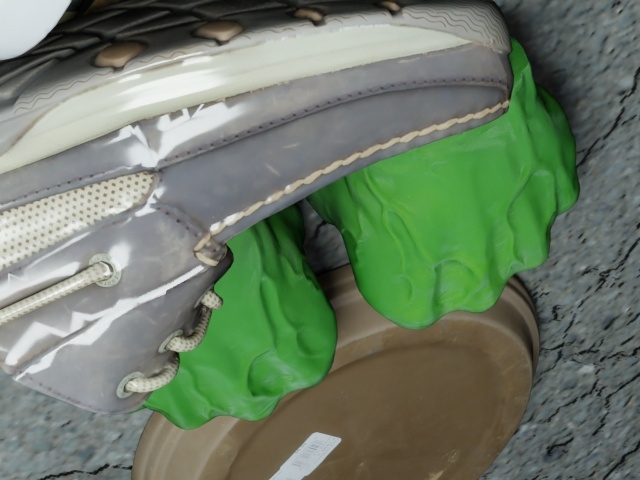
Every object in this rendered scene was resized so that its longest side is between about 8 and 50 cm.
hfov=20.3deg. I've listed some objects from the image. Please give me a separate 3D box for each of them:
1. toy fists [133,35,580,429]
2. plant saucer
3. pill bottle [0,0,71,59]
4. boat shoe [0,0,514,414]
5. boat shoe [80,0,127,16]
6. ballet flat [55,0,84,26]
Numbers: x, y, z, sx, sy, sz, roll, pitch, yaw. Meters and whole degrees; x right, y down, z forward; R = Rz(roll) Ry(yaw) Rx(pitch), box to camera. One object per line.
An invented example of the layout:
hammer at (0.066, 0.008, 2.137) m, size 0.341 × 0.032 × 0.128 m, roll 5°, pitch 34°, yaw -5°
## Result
toy fists at (0.000, 0.000, 0.911) m, size 0.279 × 0.096 × 0.142 m, roll -27°, pitch 132°, yaw -5°
plant saucer at (0.019, 0.118, 1.099) m, size 0.278 × 0.041 × 0.278 m, roll -19°, pitch 141°, yaw -16°
pill bottle at (-0.210, -0.133, 0.564) m, size 0.265 × 0.153 × 0.153 m, roll 3°, pitch 130°, yaw -39°
boat shoe at (-0.096, -0.008, 0.675) m, size 0.355 × 0.132 × 0.130 m, roll -15°, pitch 109°, yaw 4°
boat shoe at (-0.024, -0.104, 0.777) m, size 0.342 × 0.123 × 0.123 m, roll -48°, pitch -178°, yaw 9°
ballet flat at (-0.095, -0.146, 0.714) m, size 0.057 × 0.049 × 0.173 m, roll -1°, pitch 134°, yaw -35°
